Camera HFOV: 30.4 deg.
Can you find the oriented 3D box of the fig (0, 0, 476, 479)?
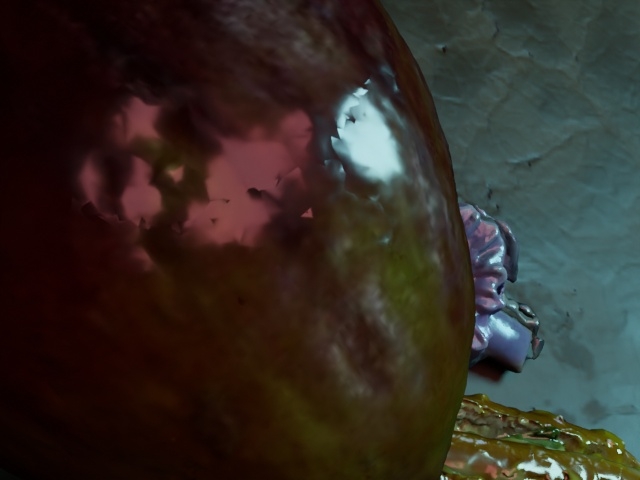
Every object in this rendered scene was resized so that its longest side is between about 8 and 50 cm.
[{"bbox_3d":[-0.059,-0.012,0.435,0.263,0.224,0.224,29,51,26],"label":"fig"}]

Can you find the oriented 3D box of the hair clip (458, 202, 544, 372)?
[{"bbox_3d":[0.000,0.000,0.611,0.292,0.084,0.106,26,74,-14],"label":"hair clip"}]

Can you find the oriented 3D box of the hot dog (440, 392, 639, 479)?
[{"bbox_3d":[0.043,0.113,0.547,0.269,0.072,0.115,11,33,-18],"label":"hot dog"}]
